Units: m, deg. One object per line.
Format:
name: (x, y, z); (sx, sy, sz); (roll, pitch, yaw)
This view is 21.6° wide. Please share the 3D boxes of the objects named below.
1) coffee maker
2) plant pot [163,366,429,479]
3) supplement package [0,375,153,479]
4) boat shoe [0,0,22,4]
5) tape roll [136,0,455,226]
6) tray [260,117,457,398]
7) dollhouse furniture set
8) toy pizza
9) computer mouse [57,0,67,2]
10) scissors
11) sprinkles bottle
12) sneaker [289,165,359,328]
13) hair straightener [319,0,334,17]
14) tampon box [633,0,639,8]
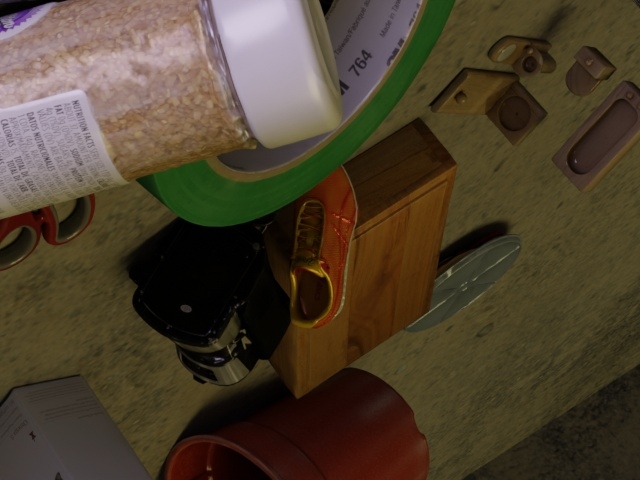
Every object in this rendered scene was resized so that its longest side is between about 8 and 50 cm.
coffee maker: (-0.084, 0.047, 1.620); (0.171, 0.120, 0.178); (-37, 162, -4)
plant pot: (-0.014, 0.310, 2.172); (0.265, 0.272, 0.272); (-32, 162, -40)
supplement package: (-0.252, 0.241, 1.676); (0.105, 0.179, 0.105); (-48, 158, 27)
boat shoe: (-0.160, -0.188, 0.995); (0.267, 0.096, 0.088); (-27, -171, -32)
tape roll: (-0.024, -0.161, 1.208); (0.321, 0.077, 0.321); (-39, 153, -25)
tray: (0.038, 0.035, 1.881); (0.203, 0.076, 0.411); (-32, 161, -14)
dollhouse furniture set: (0.232, -0.133, 1.716); (0.144, 0.151, 0.123); (-49, 158, 24)
toy pizza: (0.182, 0.051, 2.233); (0.201, 0.032, 0.201); (-33, 161, -12)
computer mouse: (-0.187, -0.108, 1.183); (0.262, 0.060, 0.184); (-42, 160, -24)
scissors: (-0.227, -0.058, 1.286); (0.109, 0.021, 0.297); (-29, 158, -17)
sprinkles bottle: (-0.170, -0.077, 0.989); (0.355, 0.121, 0.121); (-15, 162, 7)
sneaker: (0.000, 0.000, 1.620); (0.064, 0.175, 0.067); (1, -173, 18)
hair straightener: (-0.005, -0.184, 1.334); (0.230, 0.047, 0.089); (-21, 155, -39)
tampon box: (0.380, -0.300, 1.666); (0.120, 0.101, 0.161); (-31, 161, -18)
